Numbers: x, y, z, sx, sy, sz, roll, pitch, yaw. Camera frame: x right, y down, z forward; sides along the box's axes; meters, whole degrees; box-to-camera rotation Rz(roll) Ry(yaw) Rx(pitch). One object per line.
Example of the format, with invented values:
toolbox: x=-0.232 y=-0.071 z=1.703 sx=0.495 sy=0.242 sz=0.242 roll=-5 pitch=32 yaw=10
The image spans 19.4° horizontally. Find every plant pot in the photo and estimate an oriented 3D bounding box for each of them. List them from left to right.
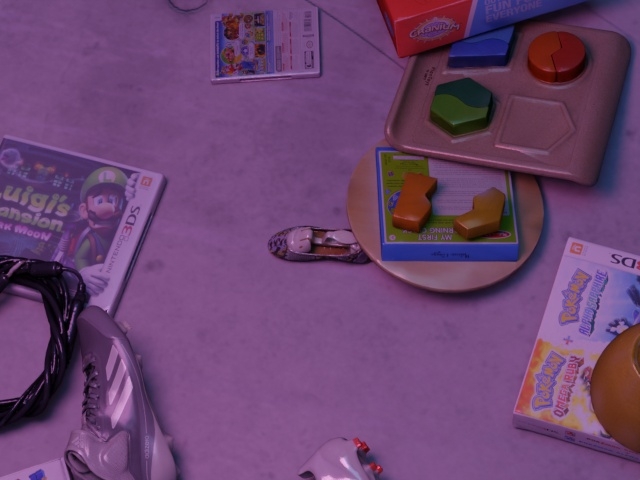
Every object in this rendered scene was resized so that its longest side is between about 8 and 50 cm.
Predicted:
plant pot: x=0.327 y=0.128 z=1.784 sx=0.134 sy=0.095 sz=0.134 roll=-2 pitch=66 yaw=4

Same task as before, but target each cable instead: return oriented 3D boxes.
cable: x=-0.325 y=0.103 z=1.925 sx=0.151 sy=0.047 sz=0.184 roll=9 pitch=76 yaw=10

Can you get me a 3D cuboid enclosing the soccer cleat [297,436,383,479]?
soccer cleat: x=0.050 y=0.280 z=1.812 sx=0.076 sy=0.068 sz=0.196 roll=-35 pitch=64 yaw=5

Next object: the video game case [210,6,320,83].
video game case: x=-0.062 y=-0.217 z=2.084 sx=0.122 sy=0.011 sz=0.087 roll=-3 pitch=65 yaw=4

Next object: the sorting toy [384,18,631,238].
sorting toy: x=0.188 y=-0.128 z=1.969 sx=0.229 sy=0.041 sz=0.307 roll=13 pitch=55 yaw=11

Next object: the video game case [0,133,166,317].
video game case: x=-0.282 y=-0.017 z=2.004 sx=0.190 sy=0.022 sz=0.173 roll=14 pitch=66 yaw=12

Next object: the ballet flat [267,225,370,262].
ballet flat: x=0.000 y=0.000 z=1.959 sx=0.114 sy=0.041 sz=0.041 roll=3 pitch=65 yaw=7

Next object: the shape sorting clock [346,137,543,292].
shape sorting clock: x=0.130 y=-0.034 z=1.957 sx=0.206 sy=0.040 sz=0.206 roll=2 pitch=54 yaw=-3

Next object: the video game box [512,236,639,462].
video game box: x=0.308 y=0.113 z=1.872 sx=0.187 sy=0.048 sz=0.205 roll=14 pitch=67 yaw=14

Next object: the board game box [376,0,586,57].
board game box: x=0.152 y=-0.368 z=2.082 sx=0.242 sy=0.064 sz=0.316 roll=-18 pitch=56 yaw=-3

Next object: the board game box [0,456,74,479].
board game box: x=-0.366 y=0.349 z=1.820 sx=0.305 sy=0.053 sz=0.193 roll=-18 pitch=63 yaw=-3

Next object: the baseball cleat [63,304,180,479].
baseball cleat: x=-0.216 y=0.163 z=1.861 sx=0.109 sy=0.072 sz=0.206 roll=-18 pitch=71 yaw=-30
